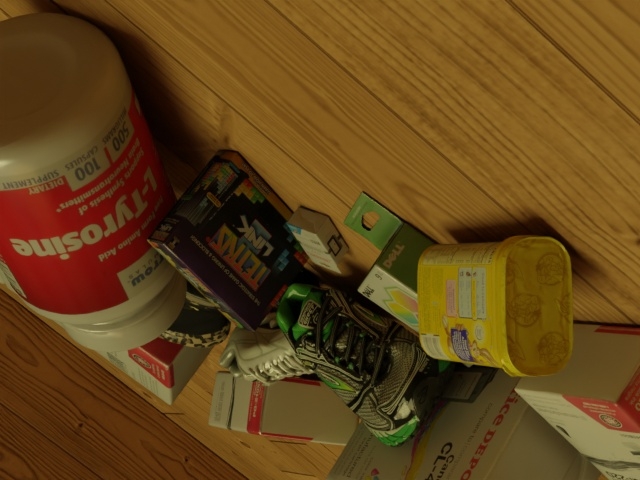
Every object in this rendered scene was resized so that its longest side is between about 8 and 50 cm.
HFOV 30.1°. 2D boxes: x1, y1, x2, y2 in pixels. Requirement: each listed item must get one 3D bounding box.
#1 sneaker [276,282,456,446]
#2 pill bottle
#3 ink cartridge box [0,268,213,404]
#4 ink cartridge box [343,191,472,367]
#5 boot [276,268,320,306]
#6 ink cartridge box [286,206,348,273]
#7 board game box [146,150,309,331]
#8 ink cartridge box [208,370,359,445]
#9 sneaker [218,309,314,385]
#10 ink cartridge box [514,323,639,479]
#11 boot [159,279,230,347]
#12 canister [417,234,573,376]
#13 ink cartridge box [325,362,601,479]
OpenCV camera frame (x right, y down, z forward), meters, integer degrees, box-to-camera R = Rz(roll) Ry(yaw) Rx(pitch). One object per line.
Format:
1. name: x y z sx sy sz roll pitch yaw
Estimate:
1. sneaker: 0.038 0.139 1.421 0.146 0.134 0.343 35 174 -25
2. pill bottle: -0.292 -0.048 1.410 0.229 0.229 0.407 26 151 28
3. ink cartridge box: -0.368 0.087 2.048 0.385 0.160 0.279 34 161 6
4. ink cartridge box: 0.104 0.046 1.280 0.209 0.062 0.109 35 162 2
5. boot: -0.015 0.080 1.608 0.121 0.045 0.099 32 155 5
6. ink cartridge box: 0.000 0.000 1.403 0.048 0.028 0.083 21 156 37
7. board game box: -0.099 0.001 1.405 0.048 0.141 0.170 10 149 53
8. ink cartridge box: -0.062 0.274 1.960 0.172 0.100 0.237 11 171 -24
9. sneaker: -0.051 0.168 1.764 0.110 0.118 0.292 46 157 -23
10. ink cartridge box: 0.325 0.183 1.183 0.218 0.092 0.158 41 161 -21
11. boot: -0.278 0.019 1.773 0.377 0.138 0.284 27 158 6
12. canister: 0.160 0.059 1.127 0.073 0.126 0.170 -1 179 -24
13. ink cartridge box: 0.172 0.240 1.376 0.131 0.226 0.306 41 160 -19
